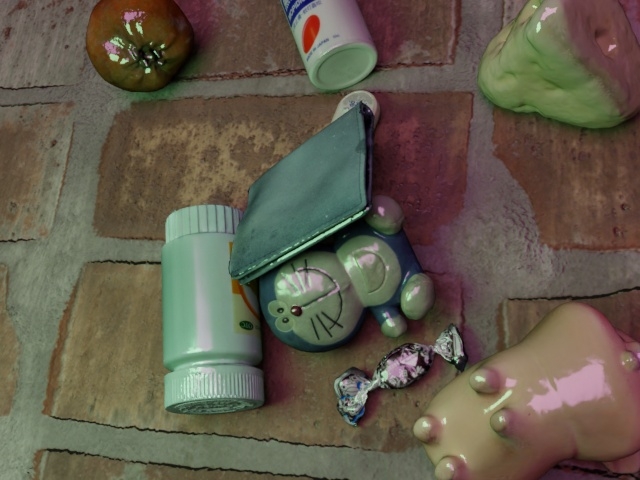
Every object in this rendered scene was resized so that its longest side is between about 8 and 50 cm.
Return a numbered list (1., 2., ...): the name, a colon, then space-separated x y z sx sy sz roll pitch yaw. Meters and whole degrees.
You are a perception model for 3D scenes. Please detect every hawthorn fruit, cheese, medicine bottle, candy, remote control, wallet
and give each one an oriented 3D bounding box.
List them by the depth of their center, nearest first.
1. candy: 0.123 0.204 1.156 0.226 0.051 0.094 -31 76 6
2. wallet: -0.022 -0.080 1.176 0.251 0.054 0.290 -33 26 24
3. cheese: 0.391 -0.280 1.199 0.248 0.251 0.174 32 65 -12
4. medicine bottle: -0.176 0.110 1.214 0.158 0.158 0.318 -10 69 13
5. remote control: 0.042 -0.158 1.306 0.078 0.042 0.221 14 76 28
6. medicine bottle: -0.008 -0.447 1.374 0.130 0.130 0.341 -21 67 8
7. hawthorn fruit: -0.357 -0.405 1.440 0.199 0.199 0.251 -35 52 2

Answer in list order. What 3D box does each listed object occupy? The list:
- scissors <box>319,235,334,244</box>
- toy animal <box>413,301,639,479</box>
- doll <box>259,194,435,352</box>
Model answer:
1. scissors: 0.000 0.001 1.257 0.212 0.021 0.110 -11 30 2
2. toy animal: 0.294 0.227 1.013 0.326 0.269 0.237 -41 60 35
3. doll: 0.030 0.064 1.166 0.258 0.154 0.228 -26 96 -3
